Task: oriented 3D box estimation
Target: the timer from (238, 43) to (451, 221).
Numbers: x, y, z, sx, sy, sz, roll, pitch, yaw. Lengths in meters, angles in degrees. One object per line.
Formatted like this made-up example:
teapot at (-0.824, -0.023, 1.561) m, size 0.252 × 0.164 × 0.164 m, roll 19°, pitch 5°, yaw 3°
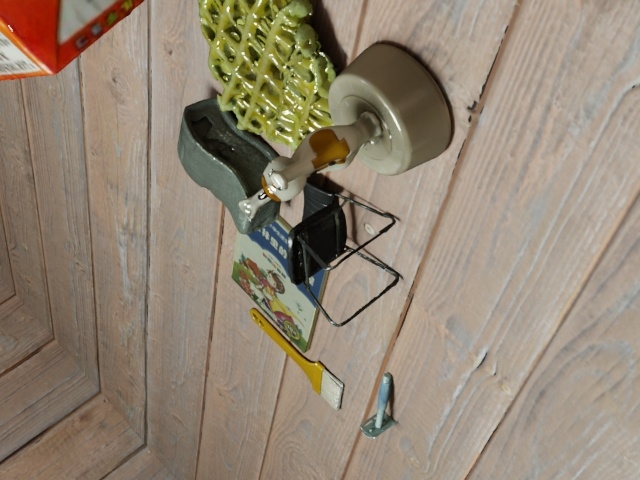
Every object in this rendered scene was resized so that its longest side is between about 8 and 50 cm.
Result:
timer at (0.020, -0.122, 1.543) m, size 0.175 × 0.266 × 0.175 m, roll 39°, pitch 149°, yaw 29°

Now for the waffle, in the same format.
waffle at (-0.075, -0.255, 1.760) m, size 0.297 × 0.073 × 0.317 m, roll 22°, pitch 139°, yaw 47°

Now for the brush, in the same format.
brush at (-0.052, 0.226, 2.359) m, size 0.272 × 0.013 × 0.103 m, roll 43°, pitch 151°, yaw 24°

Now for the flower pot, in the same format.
flower pot at (-0.151, -0.130, 2.000) m, size 0.229 × 0.103 × 0.108 m, roll 48°, pitch 153°, yaw 15°

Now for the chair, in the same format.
chair at (0.000, 0.000, 1.860) m, size 0.221 × 0.145 × 0.140 m, roll 37°, pitch 148°, yaw 34°

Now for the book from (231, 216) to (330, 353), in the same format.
book at (-0.082, 0.060, 2.206) m, size 0.228 × 0.018 × 0.322 m, roll 44°, pitch 152°, yaw 20°

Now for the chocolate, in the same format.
chocolate at (-0.419, -0.403, 1.869) m, size 0.360 × 0.341 × 0.161 m, roll 7°, pitch 137°, yaw 55°

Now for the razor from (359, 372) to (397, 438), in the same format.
razor at (0.112, 0.290, 2.132) m, size 0.040 × 0.068 × 0.135 m, roll 34°, pitch 135°, yaw 31°
